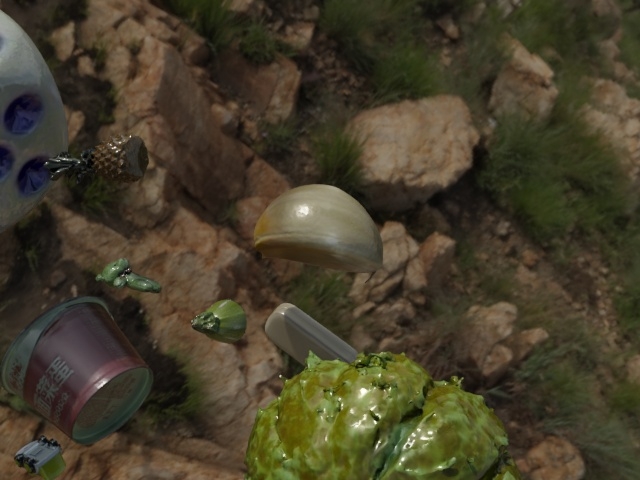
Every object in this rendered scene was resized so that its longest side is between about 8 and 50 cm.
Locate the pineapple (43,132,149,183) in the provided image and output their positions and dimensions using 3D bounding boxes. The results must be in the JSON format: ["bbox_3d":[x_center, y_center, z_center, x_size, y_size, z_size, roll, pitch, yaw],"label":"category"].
[{"bbox_3d":[-0.251,-0.090,0.840,0.058,0.124,0.058,2,90,-68],"label":"pineapple"}]

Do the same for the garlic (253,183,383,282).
[{"bbox_3d":[0.010,-0.008,1.329,0.245,0.164,0.145,17,39,-14],"label":"garlic"}]

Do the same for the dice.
[{"bbox_3d":[-0.601,-0.184,1.197,0.277,0.304,0.304,34,51,15],"label":"dice"}]

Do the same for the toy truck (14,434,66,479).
[{"bbox_3d":[-0.567,0.450,1.545,0.076,0.111,0.077,-39,116,-41],"label":"toy truck"}]

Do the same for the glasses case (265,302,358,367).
[{"bbox_3d":[-0.016,0.199,1.451,0.196,0.083,0.050,37,39,7],"label":"glasses case"}]

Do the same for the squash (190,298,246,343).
[{"bbox_3d":[-0.235,0.188,1.715,0.105,0.105,0.132,60,13,9],"label":"squash"}]

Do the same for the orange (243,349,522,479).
[{"bbox_3d":[0.057,0.263,0.802,0.301,0.300,0.223,29,13,14],"label":"orange"}]

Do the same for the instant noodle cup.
[{"bbox_3d":[-0.429,0.242,1.380,0.178,0.235,0.235,38,47,23],"label":"instant noodle cup"}]

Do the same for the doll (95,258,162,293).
[{"bbox_3d":[-0.447,0.087,1.802,0.150,0.078,0.115,18,12,18],"label":"doll"}]
